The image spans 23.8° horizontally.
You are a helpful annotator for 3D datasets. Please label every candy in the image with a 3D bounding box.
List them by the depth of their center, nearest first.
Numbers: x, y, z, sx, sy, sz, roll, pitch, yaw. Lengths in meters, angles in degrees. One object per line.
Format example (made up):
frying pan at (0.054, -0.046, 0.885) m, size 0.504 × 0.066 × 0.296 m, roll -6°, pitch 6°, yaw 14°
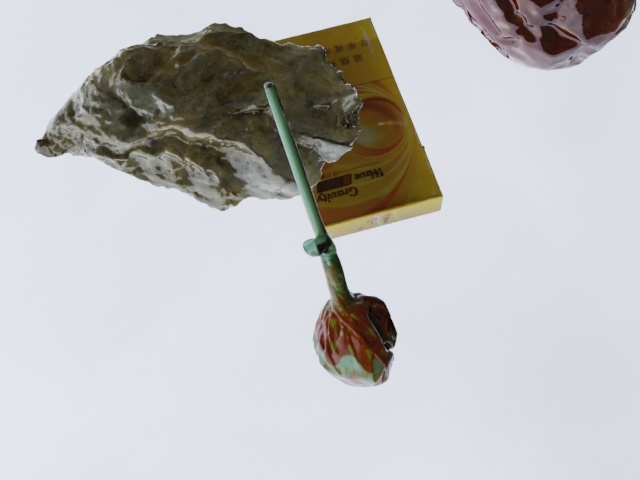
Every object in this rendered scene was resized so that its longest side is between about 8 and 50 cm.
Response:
candy at (0.000, 0.000, 0.811) m, size 0.049 × 0.055 × 0.185 m, roll -24°, pitch -66°, yaw -9°

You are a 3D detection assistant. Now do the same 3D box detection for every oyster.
oyster at (-0.074, -0.090, 1.031) m, size 0.209 × 0.072 × 0.133 m, roll 18°, pitch -87°, yaw -6°

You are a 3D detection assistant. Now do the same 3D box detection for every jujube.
jujube at (0.184, -0.274, 1.393) m, size 0.250 × 0.174 × 0.174 m, roll 54°, pitch -139°, yaw 6°

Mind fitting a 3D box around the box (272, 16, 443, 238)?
box at (0.028, -0.132, 1.758) m, size 0.152 × 0.043 × 0.269 m, roll -15°, pitch -119°, yaw -6°
